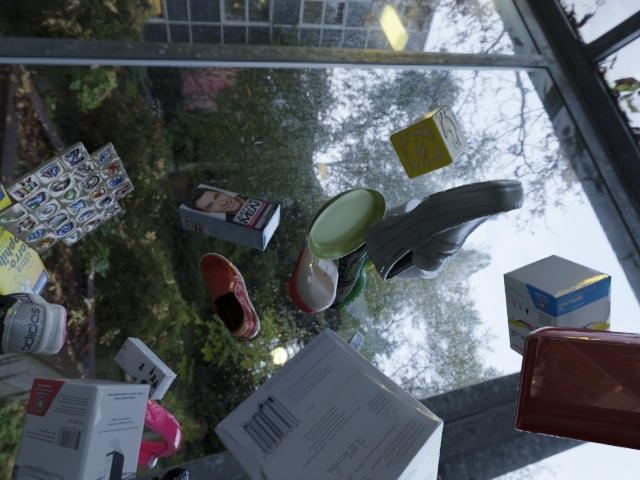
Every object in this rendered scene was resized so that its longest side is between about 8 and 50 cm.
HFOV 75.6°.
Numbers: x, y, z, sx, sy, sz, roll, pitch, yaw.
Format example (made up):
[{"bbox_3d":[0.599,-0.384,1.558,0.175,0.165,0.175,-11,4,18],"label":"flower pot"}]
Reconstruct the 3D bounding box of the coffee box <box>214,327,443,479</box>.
[{"bbox_3d":[0.031,0.485,0.921,0.338,0.337,0.334,31,-35,37],"label":"coffee box"}]

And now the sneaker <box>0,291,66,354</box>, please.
[{"bbox_3d":[-0.327,0.081,0.419,0.170,0.075,0.063,-1,-105,38],"label":"sneaker"}]

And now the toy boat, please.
[{"bbox_3d":[-0.043,0.131,1.257,0.151,0.151,0.231,49,25,-18],"label":"toy boat"}]

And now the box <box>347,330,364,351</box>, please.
[{"bbox_3d":[0.086,0.442,1.561,0.044,0.159,0.233,41,12,9],"label":"box"}]

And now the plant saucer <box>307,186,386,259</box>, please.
[{"bbox_3d":[0.064,-0.049,1.080,0.037,0.241,0.241,53,-32,34],"label":"plant saucer"}]

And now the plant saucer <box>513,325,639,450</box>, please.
[{"bbox_3d":[0.431,0.216,0.606,0.048,0.258,0.259,-66,150,-45],"label":"plant saucer"}]

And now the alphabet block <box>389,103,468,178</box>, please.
[{"bbox_3d":[0.413,-0.375,1.569,0.193,0.197,0.192,-19,-73,44],"label":"alphabet block"}]

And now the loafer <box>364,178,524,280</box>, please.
[{"bbox_3d":[0.182,-0.008,0.650,0.319,0.112,0.111,-31,-111,63],"label":"loafer"}]

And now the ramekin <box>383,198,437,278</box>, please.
[{"bbox_3d":[0.291,0.005,1.382,0.127,0.273,0.273,-15,-99,36],"label":"ramekin"}]

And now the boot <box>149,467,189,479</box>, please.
[{"bbox_3d":[-0.367,0.741,1.138,0.094,0.246,0.207,-17,-107,55],"label":"boot"}]

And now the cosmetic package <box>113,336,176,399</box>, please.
[{"bbox_3d":[-0.629,0.452,1.471,0.239,0.099,0.060,28,-9,29],"label":"cosmetic package"}]

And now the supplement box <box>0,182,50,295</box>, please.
[{"bbox_3d":[-0.888,0.039,1.050,0.194,0.195,0.357,-100,-170,-50],"label":"supplement box"}]

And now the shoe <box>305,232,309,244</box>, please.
[{"bbox_3d":[0.000,0.000,1.520,0.063,0.178,0.081,17,-59,22],"label":"shoe"}]

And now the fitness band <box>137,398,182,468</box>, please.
[{"bbox_3d":[-0.450,0.412,0.912,0.054,0.290,0.209,-70,162,-55],"label":"fitness band"}]

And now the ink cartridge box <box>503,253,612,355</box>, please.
[{"bbox_3d":[0.592,0.187,1.039,0.171,0.168,0.233,-139,-147,-67],"label":"ink cartridge box"}]

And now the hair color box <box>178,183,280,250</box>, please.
[{"bbox_3d":[-0.377,-0.103,1.737,0.114,0.374,0.185,95,14,-44],"label":"hair color box"}]

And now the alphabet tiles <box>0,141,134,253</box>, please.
[{"bbox_3d":[-0.598,-0.096,0.998,0.011,0.285,0.342,44,-22,6],"label":"alphabet tiles"}]

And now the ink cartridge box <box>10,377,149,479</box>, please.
[{"bbox_3d":[-0.431,0.391,0.728,0.114,0.197,0.273,31,58,-56],"label":"ink cartridge box"}]

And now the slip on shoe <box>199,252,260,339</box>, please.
[{"bbox_3d":[-0.308,0.170,1.339,0.331,0.123,0.101,57,9,24],"label":"slip on shoe"}]

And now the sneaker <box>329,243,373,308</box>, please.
[{"bbox_3d":[0.102,0.096,1.549,0.134,0.146,0.344,19,-103,52],"label":"sneaker"}]
